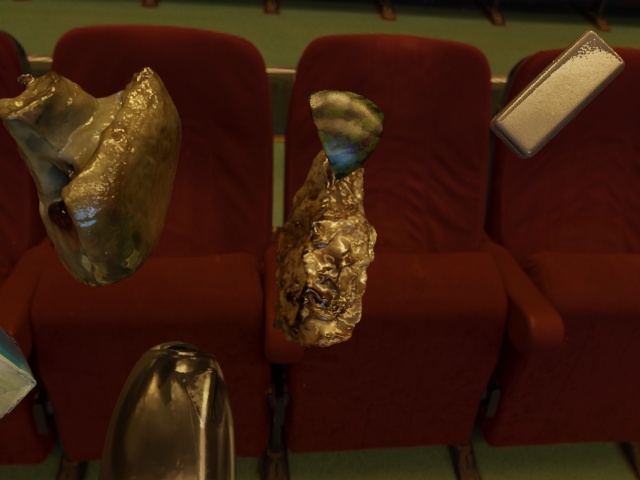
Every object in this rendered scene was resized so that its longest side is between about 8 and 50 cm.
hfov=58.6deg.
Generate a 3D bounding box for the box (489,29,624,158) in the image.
[{"bbox_3d":[0.438,-0.268,1.062,0.244,0.055,0.103,-44,87,3],"label":"box"}]

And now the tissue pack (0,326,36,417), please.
[{"bbox_3d":[-0.769,0.264,1.266,0.146,0.198,0.263,-49,32,-18],"label":"tissue pack"}]

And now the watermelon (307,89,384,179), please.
[{"bbox_3d":[0.028,-0.162,0.902,0.125,0.135,0.094,11,-4,-20],"label":"watermelon"}]

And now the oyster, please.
[{"bbox_3d":[-0.017,-0.006,0.951,0.204,0.111,0.395,-17,53,38],"label":"oyster"}]

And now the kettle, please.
[{"bbox_3d":[-0.273,0.343,0.995,0.228,0.321,0.324,15,66,-33],"label":"kettle"}]

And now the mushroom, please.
[{"bbox_3d":[-0.255,-0.083,0.748,0.217,0.292,0.212,-31,51,-28],"label":"mushroom"}]
